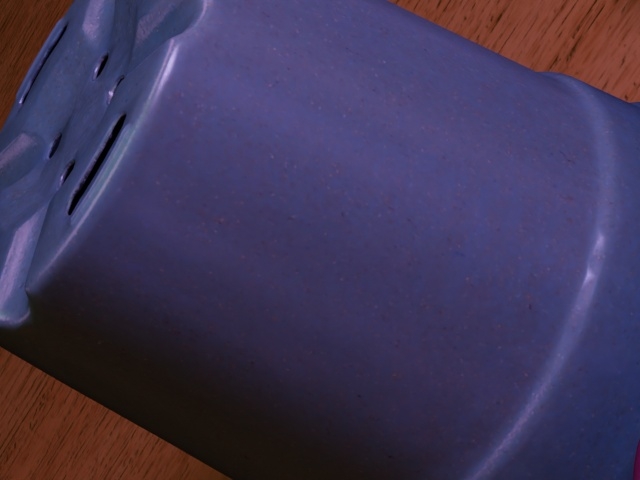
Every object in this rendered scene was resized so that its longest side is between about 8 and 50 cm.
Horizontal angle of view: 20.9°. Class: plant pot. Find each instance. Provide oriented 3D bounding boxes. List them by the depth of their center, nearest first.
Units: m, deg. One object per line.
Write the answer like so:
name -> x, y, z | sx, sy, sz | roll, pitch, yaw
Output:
plant pot -> 0.000, 0.000, 0.976 | 0.341, 0.334, 0.341 | -45, 28, 33

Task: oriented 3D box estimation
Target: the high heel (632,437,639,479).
high heel -> 0.277, 0.136, 0.713 | 0.377, 0.127, 0.181 | 30, 123, 58
